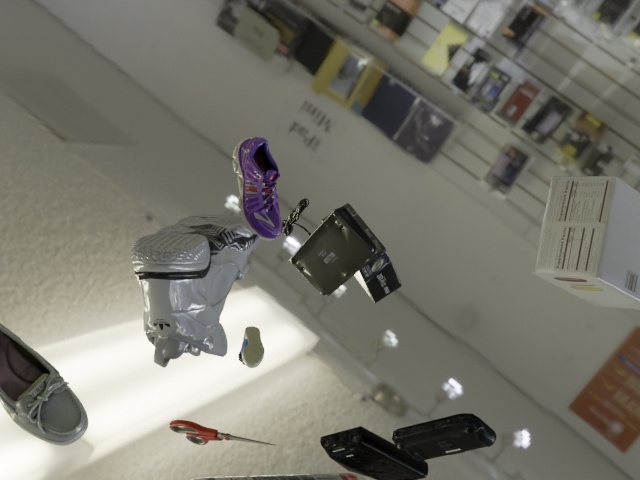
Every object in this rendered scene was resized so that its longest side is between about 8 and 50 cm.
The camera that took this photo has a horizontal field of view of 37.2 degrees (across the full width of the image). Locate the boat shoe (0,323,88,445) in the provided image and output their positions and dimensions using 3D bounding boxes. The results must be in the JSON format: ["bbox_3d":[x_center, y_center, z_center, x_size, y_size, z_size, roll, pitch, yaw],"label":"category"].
[{"bbox_3d":[-0.565,0.256,1.789,0.320,0.118,0.103,46,156,8],"label":"boat shoe"}]

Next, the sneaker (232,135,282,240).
[{"bbox_3d":[-0.094,-0.083,1.524,0.068,0.169,0.071,-17,-175,-39],"label":"sneaker"}]

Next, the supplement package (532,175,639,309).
[{"bbox_3d":[0.567,0.010,1.890,0.262,0.204,0.145,23,167,-42],"label":"supplement package"}]

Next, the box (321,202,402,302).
[{"bbox_3d":[0.094,0.028,2.164,0.180,0.077,0.147,53,174,41],"label":"box"}]

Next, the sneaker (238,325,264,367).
[{"bbox_3d":[-0.176,0.294,2.415,0.058,0.084,0.152,3,-149,-11],"label":"sneaker"}]

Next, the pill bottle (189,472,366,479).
[{"bbox_3d":[-0.105,0.445,1.366,0.363,0.210,0.210,2,-154,-17],"label":"pill bottle"}]

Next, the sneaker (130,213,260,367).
[{"bbox_3d":[-0.201,0.075,1.620,0.137,0.210,0.366,5,-167,19],"label":"sneaker"}]

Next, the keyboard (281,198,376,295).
[{"bbox_3d":[0.000,0.000,1.996,0.201,0.033,0.317,46,152,1],"label":"keyboard"}]

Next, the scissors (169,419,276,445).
[{"bbox_3d":[-0.244,0.467,2.286,0.297,0.021,0.109,-7,136,41],"label":"scissors"}]

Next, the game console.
[{"bbox_3d":[0.187,0.411,1.888,0.213,0.361,0.044,35,-132,-35],"label":"game console"}]
